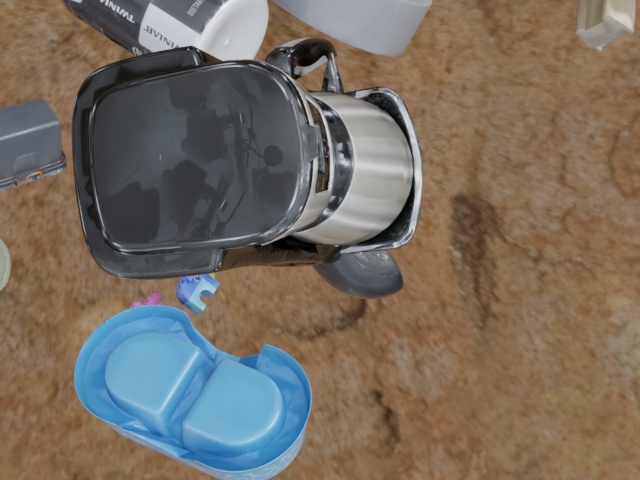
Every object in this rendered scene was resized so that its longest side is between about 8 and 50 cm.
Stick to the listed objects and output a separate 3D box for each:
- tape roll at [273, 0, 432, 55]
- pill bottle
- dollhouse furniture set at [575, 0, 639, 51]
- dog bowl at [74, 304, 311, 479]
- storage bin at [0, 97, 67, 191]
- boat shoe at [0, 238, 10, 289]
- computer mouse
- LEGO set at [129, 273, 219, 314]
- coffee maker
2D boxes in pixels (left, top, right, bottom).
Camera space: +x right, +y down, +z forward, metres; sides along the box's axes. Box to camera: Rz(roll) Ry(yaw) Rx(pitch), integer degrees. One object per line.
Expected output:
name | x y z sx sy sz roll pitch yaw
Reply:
tape roll | 0.021 -0.305 1.357 0.219 0.219 0.072 25 113 -13
pill bottle | -0.186 -0.264 1.214 0.246 0.130 0.130 34 95 18
dollhouse furniture set | 0.369 -0.156 0.947 0.198 0.286 0.303 30 54 -27
dog bowl | -0.147 0.186 1.358 0.297 0.074 0.166 19 59 20
storage bin | -0.420 -0.134 1.593 0.135 0.098 0.091 -23 150 -31
boat shoe | -0.376 0.007 0.996 0.228 0.069 0.081 17 74 -52
computer mouse | 0.000 0.000 1.641 0.272 0.188 0.072 42 66 -7
LEGO set | -0.168 0.019 1.485 0.093 0.087 0.227 37 55 -12
coffee maker | -0.049 -0.027 0.600 0.171 0.178 0.120 -32 78 20
